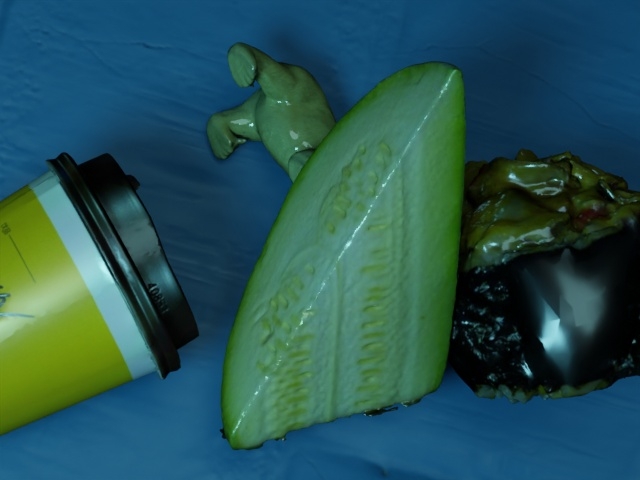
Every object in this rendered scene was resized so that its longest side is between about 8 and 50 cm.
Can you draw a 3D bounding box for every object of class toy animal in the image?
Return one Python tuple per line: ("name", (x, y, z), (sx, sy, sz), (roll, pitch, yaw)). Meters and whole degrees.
("toy animal", (-0.006, -0.066, 1.449), (0.101, 0.103, 0.218), (-21, 74, -41))

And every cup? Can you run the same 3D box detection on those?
("cup", (-0.242, 0.064, 1.311), (0.280, 0.196, 0.196), (-29, 82, -10))

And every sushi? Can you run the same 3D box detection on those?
("sushi", (0.192, 0.022, 1.413), (0.200, 0.213, 0.204), (-13, 91, -38))

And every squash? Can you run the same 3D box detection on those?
("squash", (0.000, 0.000, 1.338), (0.203, 0.111, 0.288), (-13, 120, -21))
